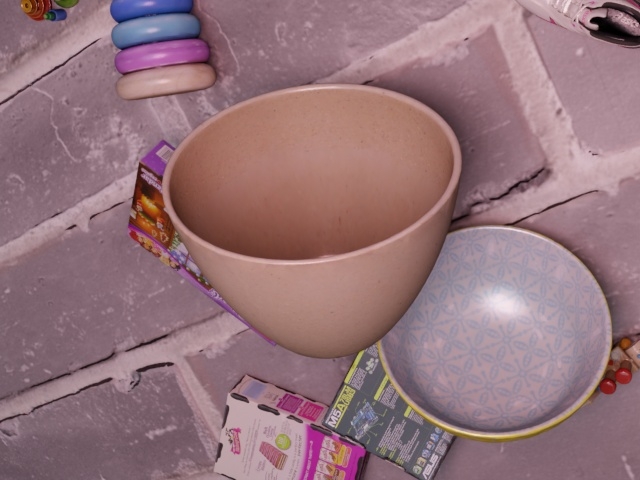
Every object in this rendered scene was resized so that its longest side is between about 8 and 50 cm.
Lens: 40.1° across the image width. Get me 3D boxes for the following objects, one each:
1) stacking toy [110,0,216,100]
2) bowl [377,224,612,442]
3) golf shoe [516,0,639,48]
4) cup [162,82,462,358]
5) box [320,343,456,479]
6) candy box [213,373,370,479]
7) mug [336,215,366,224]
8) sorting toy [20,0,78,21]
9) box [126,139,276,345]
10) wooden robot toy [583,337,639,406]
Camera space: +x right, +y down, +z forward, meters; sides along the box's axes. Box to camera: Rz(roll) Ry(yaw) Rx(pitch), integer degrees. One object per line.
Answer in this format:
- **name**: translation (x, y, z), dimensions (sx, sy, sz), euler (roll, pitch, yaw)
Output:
- **stacking toy**: translation (-0.236, -0.365, 1.202), dimensions (0.141, 0.141, 0.331), euler (-5, 100, 22)
- **bowl**: translation (0.224, 0.140, 1.156), dimensions (0.289, 0.290, 0.156), euler (13, 155, 16)
- **golf shoe**: translation (0.311, -0.280, 1.036), dimensions (0.186, 0.086, 0.068), euler (23, 116, 14)
- **cup**: translation (0.000, 0.000, 1.040), dimensions (0.330, 0.331, 0.237), euler (9, 134, 18)
- **box**: translation (0.123, 0.228, 1.276), dimensions (0.184, 0.045, 0.191), euler (27, 96, 12)
- **candy box**: translation (-0.042, 0.329, 1.388), dimensions (0.233, 0.071, 0.159), euler (19, 114, 13)
- **mug**: translation (0.076, -0.089, 1.183), dimensions (0.157, 0.097, 0.130), euler (31, 115, 8)
- **sorting toy**: translation (-0.406, -0.356, 1.305), dimensions (0.101, 0.042, 0.061), euler (-20, 100, 25)
- **box**: translation (-0.145, 0.010, 1.277), dimensions (0.293, 0.057, 0.201), euler (36, 146, 6)
- **wooden robot toy**: translation (0.388, 0.149, 1.167), dimensions (0.173, 0.076, 0.079), euler (-44, 78, 27)
